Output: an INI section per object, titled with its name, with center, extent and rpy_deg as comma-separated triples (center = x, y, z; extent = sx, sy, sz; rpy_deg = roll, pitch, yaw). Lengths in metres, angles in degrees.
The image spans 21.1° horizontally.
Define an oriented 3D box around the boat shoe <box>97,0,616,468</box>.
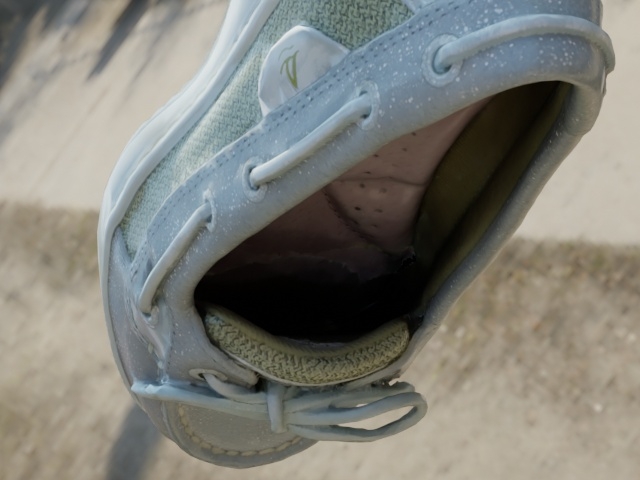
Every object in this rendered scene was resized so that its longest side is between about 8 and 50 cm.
[boat shoe]
center = 0.003, -0.001, 0.549
extent = 0.320, 0.118, 0.103
rpy_deg = 122, 146, -51
